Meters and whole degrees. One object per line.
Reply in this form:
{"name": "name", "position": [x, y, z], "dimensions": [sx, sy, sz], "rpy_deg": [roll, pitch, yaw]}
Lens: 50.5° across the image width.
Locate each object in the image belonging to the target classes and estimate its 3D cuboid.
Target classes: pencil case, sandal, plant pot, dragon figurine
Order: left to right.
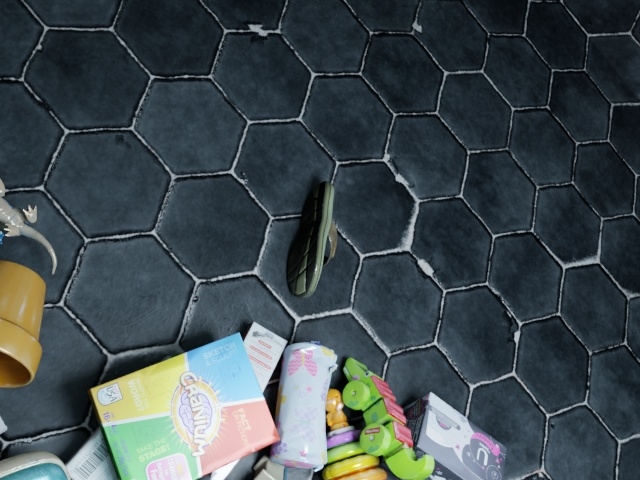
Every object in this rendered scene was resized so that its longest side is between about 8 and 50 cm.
{"name": "plant pot", "position": [-0.612, 0.148, 1.275], "dimensions": [0.205, 0.205, 0.188], "rpy_deg": [21, 52, -18]}
{"name": "dragon figurine", "position": [-0.647, -0.049, 1.367], "dimensions": [0.289, 0.144, 0.085], "rpy_deg": [45, 58, -28]}
{"name": "pencil case", "position": [-0.036, 0.363, 1.493], "dimensions": [0.124, 0.113, 0.273], "rpy_deg": [17, 62, -17]}
{"name": "sandal", "position": [0.001, -0.001, 1.639], "dimensions": [0.086, 0.120, 0.303], "rpy_deg": [28, 64, -30]}

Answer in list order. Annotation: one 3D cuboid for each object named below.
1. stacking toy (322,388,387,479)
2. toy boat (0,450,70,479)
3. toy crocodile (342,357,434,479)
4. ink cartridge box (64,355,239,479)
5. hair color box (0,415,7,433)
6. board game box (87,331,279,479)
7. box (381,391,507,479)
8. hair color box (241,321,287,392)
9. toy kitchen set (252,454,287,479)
{"name": "stacking toy", "position": [0.058, 0.478, 1.512], "dimensions": [0.175, 0.166, 0.302], "rpy_deg": [-7, 66, -26]}
{"name": "toy boat", "position": [-0.561, 0.435, 1.140], "dimensions": [0.267, 0.318, 0.148], "rpy_deg": [-26, 43, -31]}
{"name": "toy crocodile", "position": [0.138, 0.388, 1.500], "dimensions": [0.115, 0.105, 0.340], "rpy_deg": [38, 16, -36]}
{"name": "ink cartridge box", "position": [-0.322, 0.432, 1.385], "dimensions": [0.261, 0.066, 0.296], "rpy_deg": [45, 62, -7]}
{"name": "hair color box", "position": [-0.734, 0.355, 1.149], "dimensions": [0.347, 0.174, 0.105], "rpy_deg": [-31, 70, -29]}
{"name": "board game box", "position": [-0.270, 0.351, 1.359], "dimensions": [0.316, 0.064, 0.242], "rpy_deg": [-19, 83, -27]}
{"name": "box", "position": [0.293, 0.500, 1.580], "dimensions": [0.247, 0.142, 0.163], "rpy_deg": [38, 42, -11]}
{"name": "hair color box", "position": [-0.154, 0.278, 1.515], "dimensions": [0.093, 0.053, 0.167], "rpy_deg": [32, 66, -11]}
{"name": "toy kitchen set", "position": [-0.136, 0.593, 1.426], "dimensions": [0.122, 0.166, 0.207], "rpy_deg": [38, 100, -9]}
